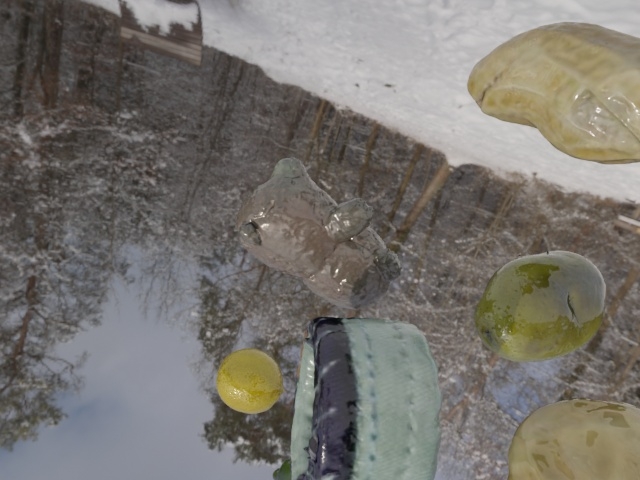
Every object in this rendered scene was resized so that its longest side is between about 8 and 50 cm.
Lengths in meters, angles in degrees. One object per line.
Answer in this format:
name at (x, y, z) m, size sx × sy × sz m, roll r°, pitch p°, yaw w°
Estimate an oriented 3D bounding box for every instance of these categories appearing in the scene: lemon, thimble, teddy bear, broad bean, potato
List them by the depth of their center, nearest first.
thimble at (0.044, 0.211, 0.585) m, size 0.150 × 0.237 × 0.237 m, roll 5°, pitch -160°, yaw -7°
teddy bear at (-0.001, 0.000, 0.771) m, size 0.267 × 0.236 × 0.151 m, roll 28°, pitch -122°, yaw -17°
potato at (0.350, 0.101, 0.778) m, size 0.248 × 0.169 × 0.143 m, roll -18°, pitch 169°, yaw -28°
broad bean at (-0.043, 0.410, 0.853) m, size 0.046 × 0.195 × 0.061 m, roll -35°, pitch -107°, yaw -29°
lemon at (-0.194, 0.396, 1.378) m, size 0.203 × 0.178 × 0.178 m, roll 10°, pitch -164°, yaw 16°

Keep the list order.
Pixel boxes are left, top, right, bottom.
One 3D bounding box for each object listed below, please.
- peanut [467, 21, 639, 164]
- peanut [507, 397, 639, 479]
peanut at (0.383, -0.218, 0.712) m, size 0.158 × 0.174 × 0.340 m, roll -5°, pitch -141°, yaw -38°
peanut at (0.194, 0.254, 0.292) m, size 0.152 × 0.312 × 0.152 m, roll -9°, pitch 167°, yaw -2°
